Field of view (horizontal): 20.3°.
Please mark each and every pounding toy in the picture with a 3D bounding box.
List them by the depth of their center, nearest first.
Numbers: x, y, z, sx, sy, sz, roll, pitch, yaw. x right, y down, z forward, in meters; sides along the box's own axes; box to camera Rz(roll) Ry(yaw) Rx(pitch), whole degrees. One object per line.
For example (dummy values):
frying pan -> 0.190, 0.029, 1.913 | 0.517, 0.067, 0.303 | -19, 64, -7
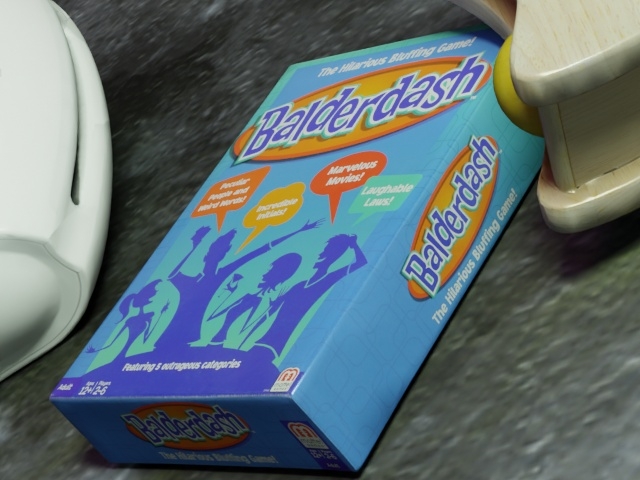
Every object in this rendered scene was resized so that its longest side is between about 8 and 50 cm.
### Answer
pounding toy -> 0.087, -0.150, 0.672 | 0.154, 0.155, 0.269 | -9, 46, 11

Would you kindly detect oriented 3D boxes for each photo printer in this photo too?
photo printer -> -0.246, -0.001, 0.963 | 0.307, 0.107, 0.256 | -32, 41, 16

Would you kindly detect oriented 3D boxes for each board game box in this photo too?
board game box -> 0.000, 0.000, 0.746 | 0.160, 0.047, 0.210 | -7, 40, 48
